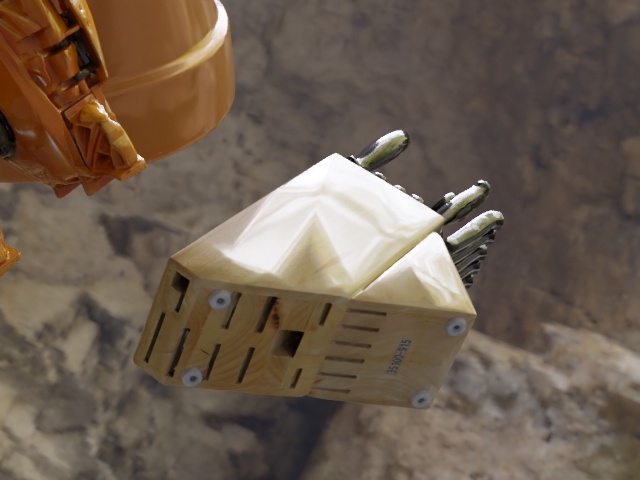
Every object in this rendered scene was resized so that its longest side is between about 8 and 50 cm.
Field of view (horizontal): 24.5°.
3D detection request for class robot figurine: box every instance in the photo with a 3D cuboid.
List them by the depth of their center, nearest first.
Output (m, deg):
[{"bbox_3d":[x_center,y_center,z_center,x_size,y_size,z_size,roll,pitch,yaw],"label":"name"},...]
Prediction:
[{"bbox_3d":[-0.212,-0.130,0.760,0.211,0.085,0.291,-43,-62,-38],"label":"robot figurine"}]

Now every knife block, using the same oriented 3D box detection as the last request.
[{"bbox_3d":[0.000,0.000,1.014,0.276,0.242,0.088,7,-55,-23],"label":"knife block"}]

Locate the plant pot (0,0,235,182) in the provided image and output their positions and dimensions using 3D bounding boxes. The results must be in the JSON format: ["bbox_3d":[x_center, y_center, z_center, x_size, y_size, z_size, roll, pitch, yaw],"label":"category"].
[{"bbox_3d":[-0.207,-0.196,1.058,0.291,0.291,0.203,-32,-45,-42],"label":"plant pot"}]
